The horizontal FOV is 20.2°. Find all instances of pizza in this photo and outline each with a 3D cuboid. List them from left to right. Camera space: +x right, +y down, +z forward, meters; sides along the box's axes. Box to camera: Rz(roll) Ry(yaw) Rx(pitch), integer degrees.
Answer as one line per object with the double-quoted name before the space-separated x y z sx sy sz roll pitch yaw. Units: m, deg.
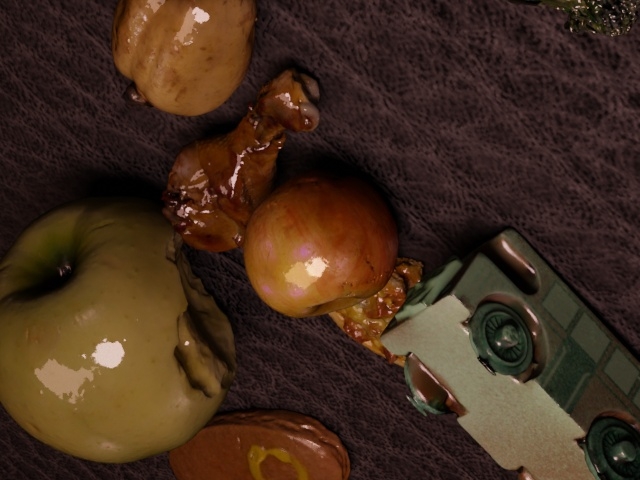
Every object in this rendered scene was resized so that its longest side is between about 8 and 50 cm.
"pizza" 0.049 0.057 1.757 0.175 0.046 0.134 37 142 -1

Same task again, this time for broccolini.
"broccolini" 0.170 -0.219 1.392 0.202 0.068 0.091 28 131 35

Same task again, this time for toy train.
"toy train" 0.206 0.142 1.642 0.326 0.159 0.129 46 138 -7

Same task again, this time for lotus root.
"lotus root" -0.122 -0.179 1.587 0.125 0.118 0.221 60 151 22

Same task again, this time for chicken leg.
"chicken leg" -0.070 -0.078 1.689 0.107 0.087 0.251 23 138 -18

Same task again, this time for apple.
"apple" -0.214 0.096 1.817 0.279 0.279 0.279 20 139 19
"apple" 0.000 0.000 1.664 0.146 0.146 0.146 20 139 19

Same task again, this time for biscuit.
"biscuit" -0.042 0.311 2.084 0.262 0.052 0.277 -7 125 41
